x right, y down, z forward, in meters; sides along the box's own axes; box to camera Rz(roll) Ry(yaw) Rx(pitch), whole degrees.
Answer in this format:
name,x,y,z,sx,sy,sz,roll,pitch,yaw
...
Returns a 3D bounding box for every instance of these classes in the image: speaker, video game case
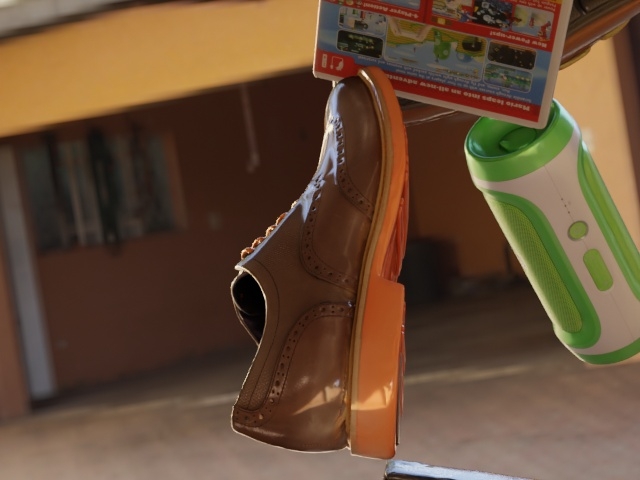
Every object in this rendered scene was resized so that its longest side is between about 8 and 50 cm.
name,x,y,z,sx,sy,sz,roll,pitch,yaw
speaker,0.261,-0.009,1.970,0.131,0.296,0.131,-23,32,15
video game case,0.103,-0.222,1.466,0.204,0.285,0.025,14,45,8

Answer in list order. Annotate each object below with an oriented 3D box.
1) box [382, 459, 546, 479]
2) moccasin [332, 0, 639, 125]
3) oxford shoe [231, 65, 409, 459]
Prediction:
name,x,y,z,sx,sy,sz,roll,pitch,yaw
box,0.182,0.359,1.646,0.293,0.295,0.073,8,5,2
moccasin,0.179,-0.210,1.897,0.380,0.139,0.147,-32,-15,-22
oxford shoe,0.000,0.000,1.407,0.132,0.130,0.364,1,46,3
